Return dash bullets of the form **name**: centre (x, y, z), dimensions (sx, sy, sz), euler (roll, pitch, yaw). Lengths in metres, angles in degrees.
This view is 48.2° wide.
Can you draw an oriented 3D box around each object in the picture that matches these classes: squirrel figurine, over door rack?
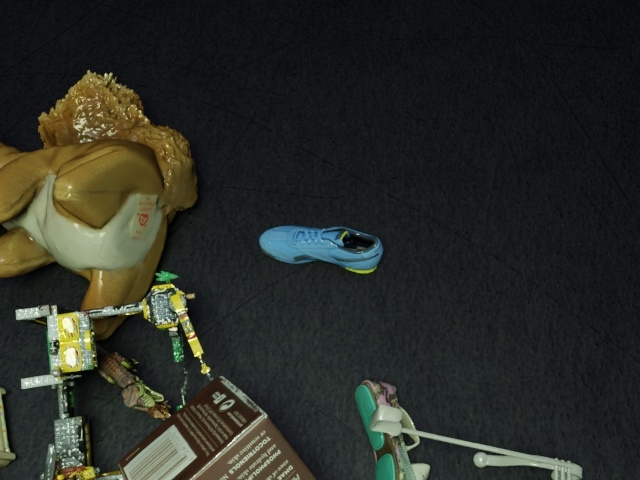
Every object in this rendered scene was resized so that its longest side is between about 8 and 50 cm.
- **squirrel figurine**: centre (-0.421, -0.096, 1.169), dimensions (0.371, 0.281, 0.397), euler (15, 44, 20)
- **over door rack**: centre (0.185, 0.372, 0.921), dimensions (0.324, 0.108, 0.239), euler (19, 57, -14)

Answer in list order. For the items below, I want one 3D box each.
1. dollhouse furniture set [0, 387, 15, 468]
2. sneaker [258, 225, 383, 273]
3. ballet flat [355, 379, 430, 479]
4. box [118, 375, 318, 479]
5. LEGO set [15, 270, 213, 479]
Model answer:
- **dollhouse furniture set**: centre (-0.516, 0.313, 0.991), dimensions (0.161, 0.101, 0.181), euler (-29, 60, 10)
- **sneaker**: centre (0.000, 0.000, 1.186), dimensions (0.210, 0.082, 0.069), euler (9, 60, 6)
- **ballet flat**: centre (0.108, 0.300, 1.010), dimensions (0.079, 0.077, 0.221), euler (3, 55, -22)
- **box**: centre (-0.101, 0.303, 0.846), dimensions (0.167, 0.168, 0.203), euler (-40, 110, -17)
- **LEGO set**: centre (-0.265, 0.199, 0.923), dimensions (0.255, 0.192, 0.331), euler (2, 80, -8)
